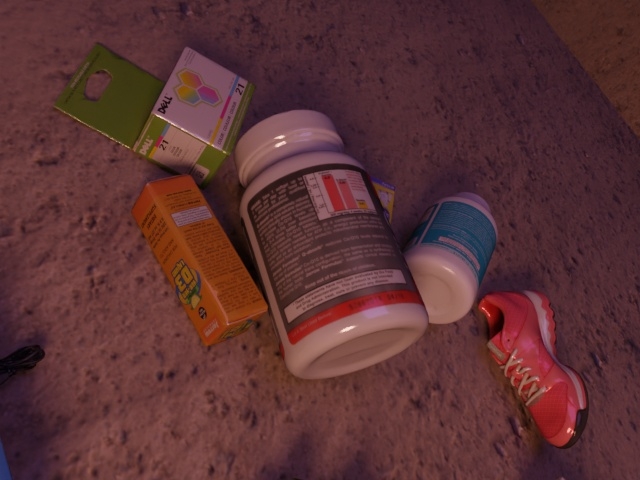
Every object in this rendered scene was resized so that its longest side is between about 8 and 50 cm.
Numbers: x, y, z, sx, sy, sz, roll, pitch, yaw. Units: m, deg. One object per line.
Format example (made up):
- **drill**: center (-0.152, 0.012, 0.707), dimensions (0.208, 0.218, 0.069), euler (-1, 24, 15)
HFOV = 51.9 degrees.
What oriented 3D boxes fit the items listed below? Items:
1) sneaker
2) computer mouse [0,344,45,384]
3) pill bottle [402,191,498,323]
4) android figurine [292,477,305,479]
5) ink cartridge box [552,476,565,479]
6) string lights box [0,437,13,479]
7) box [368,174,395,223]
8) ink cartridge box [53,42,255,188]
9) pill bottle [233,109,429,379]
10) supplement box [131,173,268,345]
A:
- **sneaker**: center (0.358, 0.220, 1.166), dimensions (0.136, 0.116, 0.313), euler (10, 45, -19)
- **computer mouse**: center (-0.404, 0.081, 0.727), dimensions (0.106, 0.042, 0.193), euler (-34, 87, -42)
- **pill bottle**: center (0.232, 0.017, 1.178), dimensions (0.146, 0.146, 0.264), euler (41, 44, -4)
- **android figurine**: center (-0.029, 0.406, 0.700), dimensions (0.248, 0.056, 0.272), euler (23, 54, 3)
- **ink cartridge box**: center (0.376, 0.454, 0.982), dimensions (0.180, 0.104, 0.060), euler (49, 42, 4)
- **string lights box**: center (-0.360, 0.196, 0.582), dimensions (0.133, 0.077, 0.259), euler (-8, 61, -42)
- **box**: center (0.070, -0.029, 1.146), dimensions (0.105, 0.043, 0.179), euler (20, 65, -24)
- **ink cartridge box**: center (-0.252, -0.225, 1.034), dimensions (0.255, 0.097, 0.188), euler (28, 45, -18)
- **pill bottle**: center (0.000, 0.000, 0.968), dimensions (0.210, 0.210, 0.362), euler (0, 59, -37)
- **supplement box**: center (-0.171, 0.025, 0.918), dimensions (0.080, 0.078, 0.233), euler (-21, 72, -44)
